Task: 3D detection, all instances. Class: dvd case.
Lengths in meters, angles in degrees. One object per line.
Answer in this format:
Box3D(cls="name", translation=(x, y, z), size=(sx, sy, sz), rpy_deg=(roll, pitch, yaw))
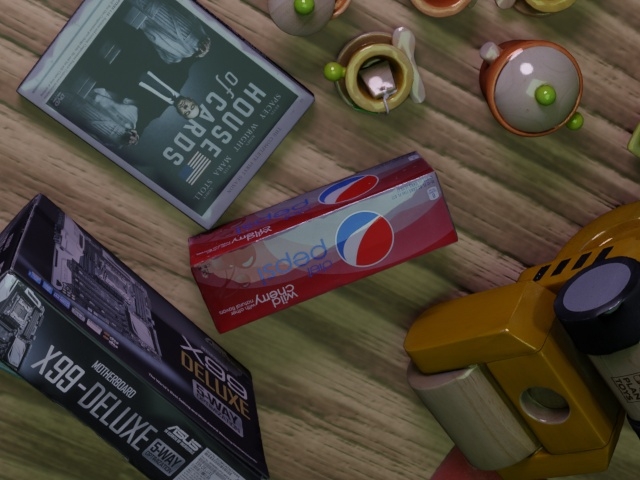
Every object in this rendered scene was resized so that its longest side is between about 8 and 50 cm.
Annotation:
Box3D(cls="dvd case", translation=(-0.151, -0.147, 1.158), size=(0.238, 0.029, 0.179), rpy_deg=(37, 101, -16))

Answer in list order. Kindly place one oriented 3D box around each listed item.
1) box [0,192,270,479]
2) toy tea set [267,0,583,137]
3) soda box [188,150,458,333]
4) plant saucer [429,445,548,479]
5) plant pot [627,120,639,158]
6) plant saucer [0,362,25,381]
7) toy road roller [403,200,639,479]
Box3D(cls="box", translation=(-0.191, 0.109, 1.125), size=(0.076, 0.242, 0.307), rpy_deg=(-45, 107, 8))
Box3D(cls="toy tea set", translation=(0.116, -0.200, 1.124), size=(0.336, 0.124, 0.200), rpy_deg=(-1, 108, -7))
Box3D(cls="soda box", translation=(0.000, 0.000, 1.192), size=(0.263, 0.092, 0.083), rpy_deg=(-21, 111, 0))
Box3D(cls="plant saucer", translation=(0.204, 0.396, 1.375), size=(0.259, 0.048, 0.258), rpy_deg=(31, 102, -17))
Box3D(cls="plant pot", translation=(0.454, -0.116, 1.153), size=(0.227, 0.207, 0.228), rpy_deg=(26, 104, -14))
Box3D(cls="plant saucer", translation=(-0.260, 0.148, 1.247), size=(0.192, 0.018, 0.067), rpy_deg=(30, 102, -15))
Box3D(cls="toy road roller", translation=(0.277, 0.098, 1.234), size=(0.329, 0.240, 0.202), rpy_deg=(-20, 115, 39))
